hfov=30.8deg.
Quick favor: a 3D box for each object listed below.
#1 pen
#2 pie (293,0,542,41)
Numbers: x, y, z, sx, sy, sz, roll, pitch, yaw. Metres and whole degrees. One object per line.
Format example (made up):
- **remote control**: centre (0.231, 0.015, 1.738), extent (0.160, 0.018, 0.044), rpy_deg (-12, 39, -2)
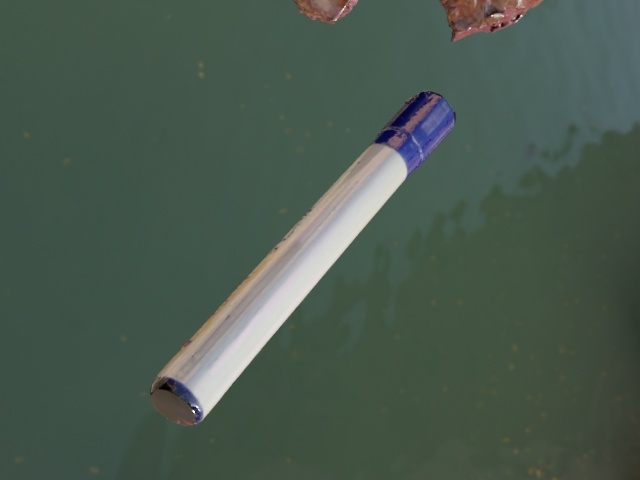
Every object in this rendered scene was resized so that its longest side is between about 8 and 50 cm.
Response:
- **pen**: centre (0.000, 0.000, 0.613), extent (0.269, 0.033, 0.033), rpy_deg (-49, 115, -39)
- **pie**: centre (0.054, -0.227, 0.753), extent (0.054, 0.218, 0.204), rpy_deg (-64, 147, -64)
